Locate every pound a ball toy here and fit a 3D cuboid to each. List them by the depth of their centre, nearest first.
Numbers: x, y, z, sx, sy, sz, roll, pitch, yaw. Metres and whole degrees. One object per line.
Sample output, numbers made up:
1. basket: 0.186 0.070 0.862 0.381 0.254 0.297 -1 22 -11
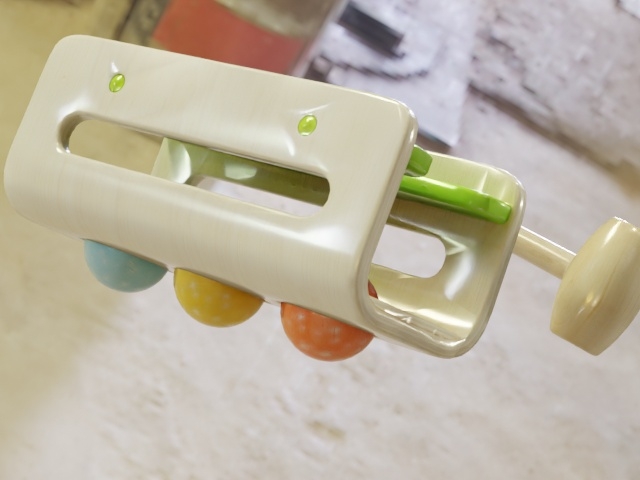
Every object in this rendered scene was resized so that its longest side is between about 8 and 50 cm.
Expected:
1. pound a ball toy: 0.000 0.000 0.951 0.319 0.135 0.208 17 -6 39
